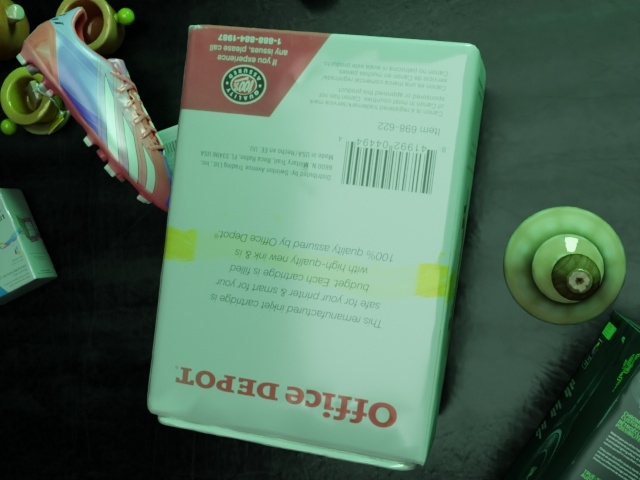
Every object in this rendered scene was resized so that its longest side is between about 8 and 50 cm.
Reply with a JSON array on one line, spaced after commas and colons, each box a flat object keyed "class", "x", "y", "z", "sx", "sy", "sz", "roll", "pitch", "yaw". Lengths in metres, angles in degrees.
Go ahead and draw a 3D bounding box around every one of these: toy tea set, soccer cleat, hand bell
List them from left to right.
[{"class": "toy tea set", "x": -0.309, "y": -0.288, "z": 0.945, "sx": 0.336, "sy": 0.124, "sz": 0.200, "roll": -46, "pitch": 81, "yaw": 10}, {"class": "soccer cleat", "x": -0.226, "y": -0.142, "z": 0.912, "sx": 0.095, "sy": 0.083, "sz": 0.248, "roll": -40, "pitch": 94, "yaw": -5}, {"class": "hand bell", "x": 0.228, "y": 0.028, "z": 0.757, "sx": 0.126, "sy": 0.242, "sz": 0.126, "roll": 0, "pitch": 91, "yaw": 14}]

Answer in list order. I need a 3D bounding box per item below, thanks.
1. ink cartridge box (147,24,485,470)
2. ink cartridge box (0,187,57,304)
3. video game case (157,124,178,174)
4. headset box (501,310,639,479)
[{"class": "ink cartridge box", "x": 0.000, "y": 0.000, "z": 0.828, "sx": 0.279, "sy": 0.160, "sz": 0.385, "roll": 8, "pitch": 92, "yaw": 13}, {"class": "ink cartridge box", "x": -0.390, "y": 0.008, "z": 1.005, "sx": 0.088, "sy": 0.052, "sz": 0.123, "roll": -26, "pitch": 83, "yaw": 13}, {"class": "video game case", "x": -0.067, "y": -0.057, "z": 0.940, "sx": 0.226, "sy": 0.026, "sz": 0.206, "roll": -18, "pitch": 86, "yaw": 12}, {"class": "headset box", "x": 0.270, "y": 0.209, "z": 0.745, "sx": 0.131, "sy": 0.246, "sz": 0.283, "roll": 33, "pitch": 99, "yaw": 11}]
